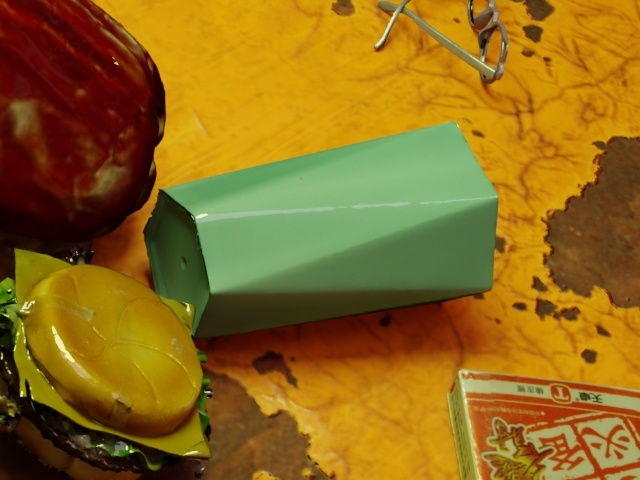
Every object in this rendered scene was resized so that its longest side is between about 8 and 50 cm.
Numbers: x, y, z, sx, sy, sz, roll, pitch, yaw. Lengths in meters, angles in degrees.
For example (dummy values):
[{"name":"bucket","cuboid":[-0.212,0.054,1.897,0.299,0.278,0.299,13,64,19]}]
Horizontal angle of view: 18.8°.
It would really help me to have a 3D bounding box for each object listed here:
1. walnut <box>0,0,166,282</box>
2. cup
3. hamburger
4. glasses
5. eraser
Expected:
[{"name":"walnut","cuboid":[-0.237,-0.075,1.340,0.269,0.222,0.244,22,78,-14]},{"name":"cup","cuboid":[0.000,0.000,1.417,0.236,0.148,0.134,-12,84,-29]},{"name":"hamburger","cuboid":[-0.154,0.090,1.281,0.189,0.093,0.164,33,32,-20]},{"name":"glasses","cuboid":[0.101,-0.195,1.671,0.104,0.062,0.140,8,48,-15]},{"name":"eraser","cuboid":[0.182,0.201,1.384,0.157,0.038,0.230,8,48,-17]}]
